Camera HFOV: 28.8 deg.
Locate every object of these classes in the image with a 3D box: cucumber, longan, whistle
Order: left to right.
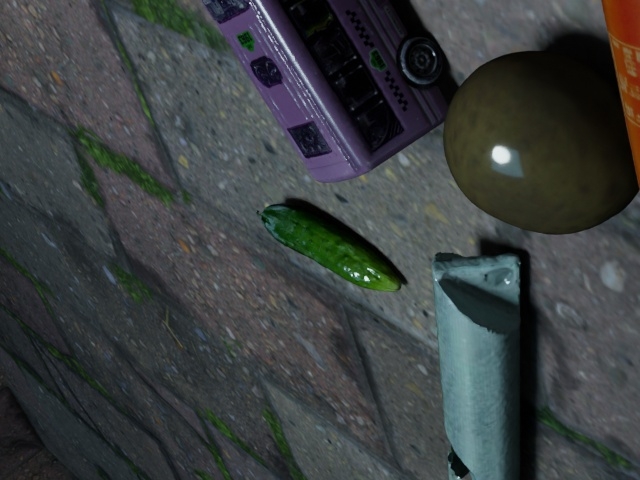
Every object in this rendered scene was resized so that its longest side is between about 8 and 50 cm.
[{"bbox_3d":[0.000,0.000,1.029,0.168,0.039,0.039,30,149,37],"label":"cucumber"},{"bbox_3d":[0.120,0.116,0.936,0.062,0.062,0.312,37,152,33],"label":"whistle"},{"bbox_3d":[0.119,-0.049,0.661,0.113,0.092,0.113,24,156,11],"label":"longan"}]

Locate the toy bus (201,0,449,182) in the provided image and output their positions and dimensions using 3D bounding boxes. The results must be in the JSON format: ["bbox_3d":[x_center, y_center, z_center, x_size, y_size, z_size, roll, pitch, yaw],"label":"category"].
[{"bbox_3d":[-0.004,-0.128,0.767,0.178,0.098,0.087,58,158,-12],"label":"toy bus"}]

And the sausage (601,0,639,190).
[{"bbox_3d":[0.180,-0.046,0.573,0.083,0.083,0.264,27,148,47],"label":"sausage"}]
